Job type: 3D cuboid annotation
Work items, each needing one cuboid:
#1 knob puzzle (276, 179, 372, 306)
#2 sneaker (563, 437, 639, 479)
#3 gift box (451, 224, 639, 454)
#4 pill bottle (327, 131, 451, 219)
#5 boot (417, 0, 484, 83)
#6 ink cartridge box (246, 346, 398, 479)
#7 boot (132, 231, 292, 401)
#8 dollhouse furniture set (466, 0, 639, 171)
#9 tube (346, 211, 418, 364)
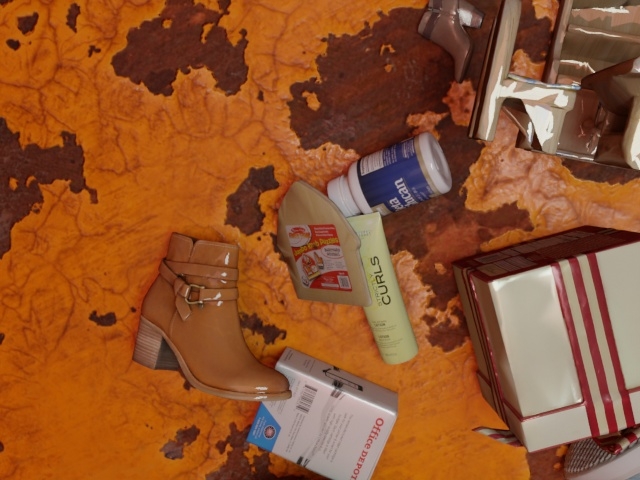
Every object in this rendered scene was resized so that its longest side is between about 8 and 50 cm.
[{"bbox_3d":[0.000,0.000,1.027,0.213,0.030,0.213,29,131,40],"label":"knob puzzle"},{"bbox_3d":[0.493,0.287,0.927,0.150,0.135,0.366,40,140,1],"label":"sneaker"},{"bbox_3d":[0.315,0.138,0.940,0.276,0.255,0.258,-16,94,5],"label":"gift box"},{"bbox_3d":[0.099,-0.087,1.007,0.169,0.094,0.094,-21,95,24],"label":"pill bottle"},{"bbox_3d":[0.185,-0.298,0.997,0.087,0.042,0.118,18,100,12],"label":"boot"},{"bbox_3d":[0.005,0.283,1.090,0.203,0.086,0.148,23,102,4],"label":"ink cartridge box"},{"bbox_3d":[-0.149,0.115,1.046,0.283,0.109,0.220,15,87,28],"label":"boot"},{"bbox_3d":[0.375,-0.212,0.797,0.362,0.394,0.256,12,100,7],"label":"dollhouse furniture set"},{"bbox_3d":[0.085,0.073,1.037,0.070,0.062,0.240,-21,106,-5],"label":"tube"}]
